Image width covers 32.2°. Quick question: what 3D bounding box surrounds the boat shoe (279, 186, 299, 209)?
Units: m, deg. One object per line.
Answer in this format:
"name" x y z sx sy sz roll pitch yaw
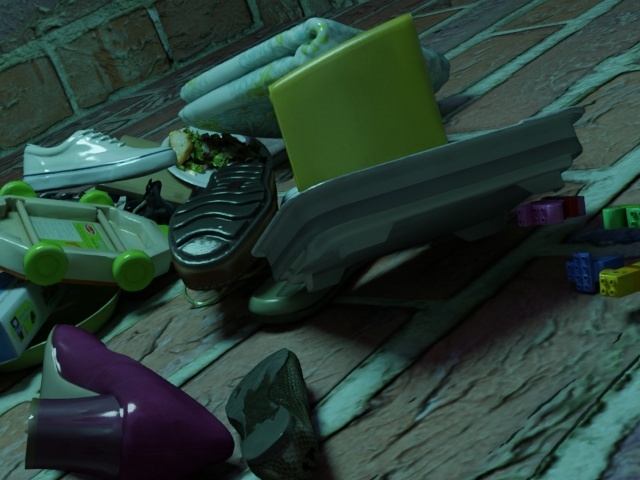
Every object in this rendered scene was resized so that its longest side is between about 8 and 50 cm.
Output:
"boat shoe" 0.049 -0.067 1.545 0.226 0.083 0.075 -29 27 15

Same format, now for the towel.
"towel" -0.015 -0.262 1.897 0.374 0.090 0.321 -18 -13 42

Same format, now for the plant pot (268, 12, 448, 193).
"plant pot" 0.042 -0.150 1.399 0.187 0.212 0.212 -17 8 -1

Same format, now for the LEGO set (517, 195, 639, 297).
"LEGO set" 0.270 0.009 1.014 0.093 0.087 0.227 -14 10 -37

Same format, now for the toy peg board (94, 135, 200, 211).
"toy peg board" -0.297 -0.097 1.960 0.161 0.079 0.160 12 38 2

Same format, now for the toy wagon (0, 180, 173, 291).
"toy wagon" -0.313 0.000 1.573 0.344 0.068 0.267 6 19 -26

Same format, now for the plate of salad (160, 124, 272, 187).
"plate of salad" -0.182 -0.157 1.963 0.200 0.048 0.200 7 37 -6

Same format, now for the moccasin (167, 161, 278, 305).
"moccasin" -0.118 0.001 1.442 0.139 0.147 0.380 -8 14 -1

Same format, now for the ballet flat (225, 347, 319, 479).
"ballet flat" -0.037 0.160 1.003 0.084 0.058 0.250 -44 12 1

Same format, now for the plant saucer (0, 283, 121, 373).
"plant saucer" -0.380 0.121 1.527 0.241 0.037 0.241 -19 18 6

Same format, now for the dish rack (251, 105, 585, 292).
"dish rack" 0.105 -0.030 1.176 0.333 0.072 0.285 -17 -9 -16

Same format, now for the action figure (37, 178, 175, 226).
"action figure" -0.374 -0.018 1.773 0.276 0.140 0.164 -11 15 -22

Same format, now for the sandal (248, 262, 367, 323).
"sandal" 0.001 0.000 1.360 0.120 0.086 0.303 -12 20 27

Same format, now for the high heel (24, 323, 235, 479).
"high heel" -0.196 0.170 1.132 0.181 0.127 0.377 5 9 -11

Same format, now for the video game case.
"video game case" -0.499 0.122 1.495 0.270 0.061 0.244 -18 16 9

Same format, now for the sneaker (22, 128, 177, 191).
"sneaker" -0.361 -0.136 1.785 0.258 0.091 0.094 -8 3 5
